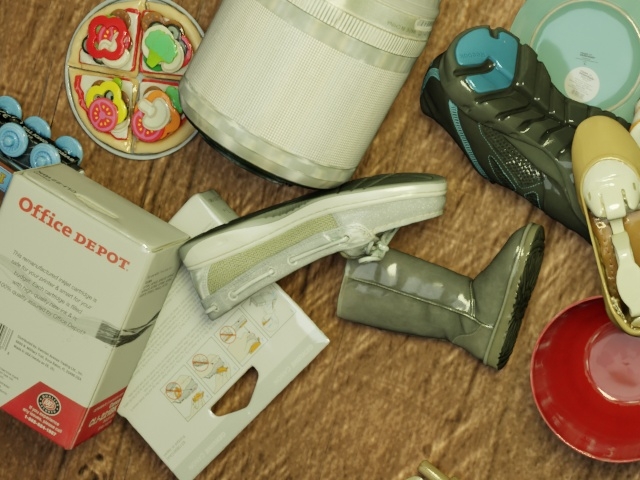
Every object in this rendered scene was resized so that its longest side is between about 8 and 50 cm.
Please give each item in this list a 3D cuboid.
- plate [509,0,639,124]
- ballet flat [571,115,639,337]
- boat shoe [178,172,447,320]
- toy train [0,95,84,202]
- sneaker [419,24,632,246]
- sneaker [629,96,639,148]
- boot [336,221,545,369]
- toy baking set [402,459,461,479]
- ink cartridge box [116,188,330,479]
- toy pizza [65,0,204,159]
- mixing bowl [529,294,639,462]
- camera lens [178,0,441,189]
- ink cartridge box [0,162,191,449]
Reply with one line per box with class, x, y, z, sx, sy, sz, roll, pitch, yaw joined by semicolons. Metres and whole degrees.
plate;0.291;-0.199;1.777;0.188;0.024;0.188;3;98;19
ballet flat;0.308;-0.012;1.655;0.080;0.073;0.232;-14;97;11
boat shoe;-0.002;0.001;1.825;0.320;0.118;0.103;-18;96;16
toy train;-0.374;-0.102;2.005;0.184;0.080;0.105;33;113;13
sneaker;0.254;-0.091;1.769;0.341;0.139;0.125;44;65;-4
sneaker;0.462;-0.066;1.662;0.321;0.127;0.126;28;142;19
boot;0.134;0.037;1.849;0.208;0.076;0.190;24;103;22
toy baking set;0.121;0.360;1.911;0.256;0.030;0.197;42;109;10
ink cartridge box;-0.146;0.116;1.961;0.239;0.060;0.275;47;109;8
toy pizza;-0.221;-0.196;1.959;0.201;0.032;0.201;3;98;20
mixing bowl;0.327;0.141;1.770;0.181;0.098;0.181;3;98;20
camera lens;-0.011;-0.209;1.780;0.219;0.219;0.274;34;107;13
ink cartridge box;-0.300;0.072;1.912;0.197;0.114;0.273;29;109;13
